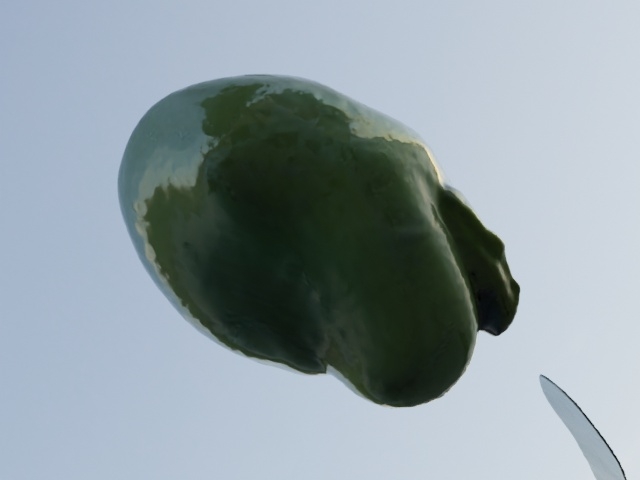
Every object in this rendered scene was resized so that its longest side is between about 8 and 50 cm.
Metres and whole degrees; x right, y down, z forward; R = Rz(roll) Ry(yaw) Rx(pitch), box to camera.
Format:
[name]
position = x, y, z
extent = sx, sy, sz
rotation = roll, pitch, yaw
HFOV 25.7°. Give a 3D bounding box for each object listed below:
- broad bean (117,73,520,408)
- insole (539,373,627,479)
[broad bean]
position = 0.000, 0.000, 0.753
extent = 0.228, 0.100, 0.169
rotation = 16, -59, -6
[insole]
position = 0.150, 0.116, 0.772
extent = 0.002, 0.053, 0.153
rotation = -43, -39, -7
